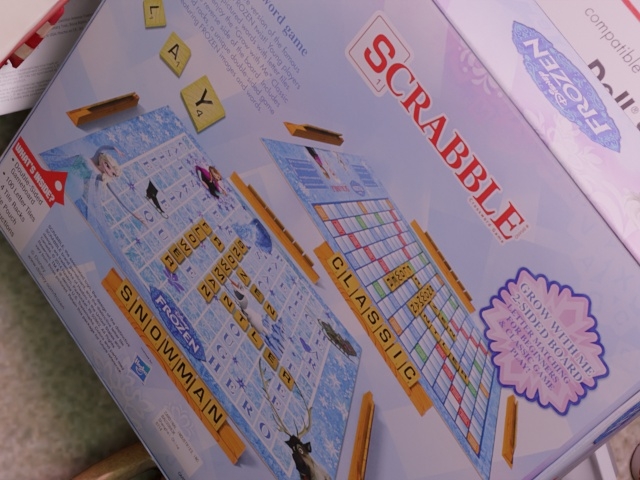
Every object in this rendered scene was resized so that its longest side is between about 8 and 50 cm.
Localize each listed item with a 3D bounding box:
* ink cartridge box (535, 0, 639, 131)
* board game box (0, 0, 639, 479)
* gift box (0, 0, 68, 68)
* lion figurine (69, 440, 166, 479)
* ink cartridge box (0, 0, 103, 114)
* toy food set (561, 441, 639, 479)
[{"bbox_3d":[0.140,-0.044,0.942,0.353,0.119,0.207,-36,75,-1],"label":"ink cartridge box"},{"bbox_3d":[0.000,0.000,0.818,0.066,0.318,0.318,-20,69,-47],"label":"board game box"},{"bbox_3d":[-0.272,-0.125,0.770,0.276,0.258,0.255,-32,106,26],"label":"gift box"},{"bbox_3d":[-0.012,0.224,0.991,0.240,0.142,0.392,-46,105,-18],"label":"lion figurine"},{"bbox_3d":[-0.159,-0.136,0.935,0.088,0.052,0.122,-15,103,-19],"label":"ink cartridge box"},{"bbox_3d":[0.197,0.104,1.071,0.111,0.104,0.232,-22,104,-17],"label":"toy food set"}]
